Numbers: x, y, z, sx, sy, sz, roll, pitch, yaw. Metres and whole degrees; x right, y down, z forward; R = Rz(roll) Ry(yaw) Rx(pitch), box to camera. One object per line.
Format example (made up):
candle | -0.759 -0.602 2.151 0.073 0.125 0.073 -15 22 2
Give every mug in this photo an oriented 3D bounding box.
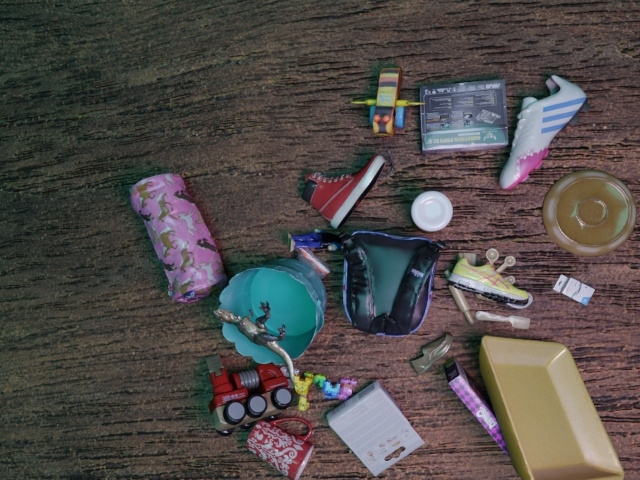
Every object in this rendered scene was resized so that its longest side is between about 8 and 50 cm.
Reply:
mug | -0.111 0.583 1.350 0.169 0.150 0.113 24 128 14

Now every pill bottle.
pill bottle | 0.291 -0.070 1.248 0.103 0.184 0.103 0 88 10

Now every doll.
doll | 0.000 0.000 1.336 0.189 0.129 0.046 0 115 -17

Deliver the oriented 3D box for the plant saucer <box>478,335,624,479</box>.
plant saucer | 0.524 0.406 1.119 0.081 0.333 0.333 -48 41 44

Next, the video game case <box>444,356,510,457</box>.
video game case | 0.408 0.418 1.194 0.042 0.210 0.232 -41 81 8

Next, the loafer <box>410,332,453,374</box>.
loafer | 0.306 0.307 1.295 0.050 0.056 0.148 42 95 3

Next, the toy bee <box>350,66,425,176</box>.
toy bee | 0.191 -0.349 1.288 0.195 0.162 0.298 -16 83 12

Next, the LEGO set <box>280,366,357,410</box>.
LEGO set | -0.018 0.432 1.333 0.227 0.087 0.093 7 89 12

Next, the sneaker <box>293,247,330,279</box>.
sneaker | -0.047 0.060 1.369 0.158 0.061 0.065 41 102 10

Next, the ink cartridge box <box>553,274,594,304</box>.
ink cartridge box | 0.673 0.130 1.250 0.083 0.028 0.048 28 92 11

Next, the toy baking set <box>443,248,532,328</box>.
toy baking set | 0.463 0.140 1.287 0.197 0.030 0.256 -21 84 9

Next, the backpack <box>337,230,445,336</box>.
backpack | 0.177 0.119 1.250 0.276 0.213 0.263 7 81 17

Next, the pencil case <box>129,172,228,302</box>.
pencil case | -0.421 -0.009 1.391 0.160 0.167 0.386 -31 81 40

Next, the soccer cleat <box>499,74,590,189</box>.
soccer cleat | 0.556 -0.287 1.245 0.143 0.116 0.331 40 87 1

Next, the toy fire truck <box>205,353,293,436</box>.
toy fire truck | -0.226 0.403 1.339 0.246 0.217 0.158 63 142 28

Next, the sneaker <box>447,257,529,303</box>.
sneaker | 0.450 0.103 1.242 0.208 0.081 0.094 19 76 8

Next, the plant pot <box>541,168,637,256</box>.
plant pot | 0.718 -0.075 1.249 0.236 0.032 0.236 0 88 9

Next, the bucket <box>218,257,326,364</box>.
bucket | -0.117 0.184 1.291 0.281 0.183 0.281 3 100 15

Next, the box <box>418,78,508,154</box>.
box | 0.394 -0.341 1.306 0.231 0.056 0.183 -3 88 10

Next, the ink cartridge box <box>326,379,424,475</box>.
ink cartridge box | 0.155 0.526 1.319 0.181 0.056 0.224 -37 105 7

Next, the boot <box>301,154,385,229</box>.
boot | 0.055 -0.177 1.330 0.176 0.088 0.244 43 111 12

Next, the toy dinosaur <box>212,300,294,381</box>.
toy dinosaur | -0.141 0.230 1.178 0.268 0.064 0.118 39 121 6
